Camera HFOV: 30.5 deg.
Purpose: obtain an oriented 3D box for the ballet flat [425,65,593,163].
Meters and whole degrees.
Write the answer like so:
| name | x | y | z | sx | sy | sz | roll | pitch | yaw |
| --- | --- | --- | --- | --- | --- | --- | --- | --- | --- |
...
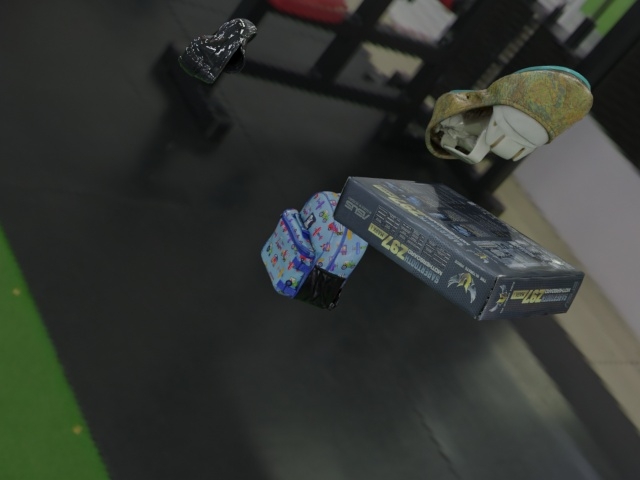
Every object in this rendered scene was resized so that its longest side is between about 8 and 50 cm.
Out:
| name | x | y | z | sx | sy | sz | roll | pitch | yaw |
| --- | --- | --- | --- | --- | --- | --- | --- | --- | --- |
| ballet flat | 0.255 | -0.164 | 1.671 | 0.123 | 0.123 | 0.348 | 28 | -10 | -22 |

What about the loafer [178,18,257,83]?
| name | x | y | z | sx | sy | sz | roll | pitch | yaw |
| --- | --- | --- | --- | --- | --- | --- | --- | --- | --- |
| loafer | -0.159 | -0.313 | 1.968 | 0.078 | 0.076 | 0.223 | 46 | 32 | -2 |

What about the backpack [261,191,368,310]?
| name | x | y | z | sx | sy | sz | roll | pitch | yaw |
| --- | --- | --- | --- | --- | --- | --- | --- | --- | --- |
| backpack | 0.000 | 0.000 | 1.868 | 0.117 | 0.173 | 0.158 | 18 | 31 | -29 |

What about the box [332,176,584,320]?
| name | x | y | z | sx | sy | sz | roll | pitch | yaw |
| --- | --- | --- | --- | --- | --- | --- | --- | --- | --- |
| box | 0.155 | 0.006 | 1.324 | 0.233 | 0.059 | 0.183 | 35 | 21 | 35 |
